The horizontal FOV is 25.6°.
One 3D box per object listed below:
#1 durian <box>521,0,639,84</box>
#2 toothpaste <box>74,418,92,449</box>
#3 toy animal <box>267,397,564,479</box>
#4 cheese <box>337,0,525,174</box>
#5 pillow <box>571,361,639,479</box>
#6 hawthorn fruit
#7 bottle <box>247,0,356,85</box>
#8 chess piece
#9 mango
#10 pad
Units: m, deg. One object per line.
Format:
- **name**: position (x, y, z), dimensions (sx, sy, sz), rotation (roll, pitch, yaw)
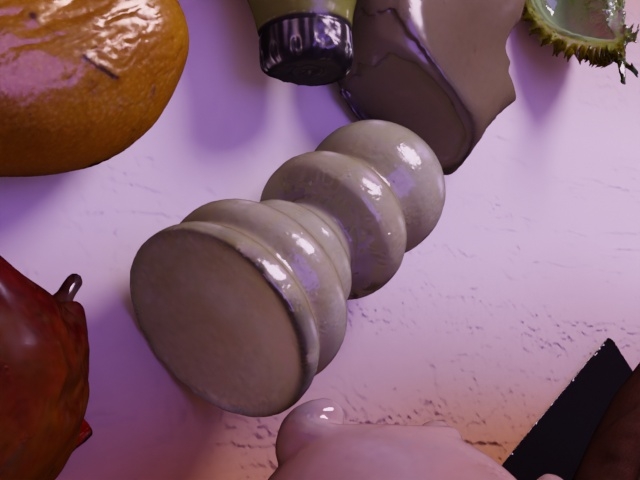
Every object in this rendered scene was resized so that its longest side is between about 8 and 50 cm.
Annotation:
- **durian**: position (0.234, -0.218, 1.265), dimensions (0.086, 0.100, 0.215), rotation (10, 64, -32)
- **toothpaste**: position (-0.213, 0.066, 0.864), dimensions (0.071, 0.045, 0.193), rotation (-44, 110, -38)
- **toy animal**: position (-0.007, 0.280, 0.862), dimensions (0.345, 0.277, 0.247), rotation (-58, 142, -23)
- **cheese**: position (0.099, -0.169, 1.151), dimensions (0.175, 0.091, 0.202), rotation (52, 52, -15)
- **pillow**: position (0.211, 0.246, 1.003), dimensions (0.108, 0.305, 0.308), rotation (21, 56, 15)
- **hawthorn fruit**: position (-0.223, 0.070, 0.745), dimensions (0.248, 0.208, 0.208), rotation (-24, 91, -33)
- **bottle**: position (-0.017, -0.247, 1.068), dimensions (0.112, 0.112, 0.260), rotation (8, 71, -36)
- **chess piece**: position (0.000, 0.000, 0.999), dimensions (0.251, 0.144, 0.144), rotation (-39, 101, -45)
- **mango**: position (-0.193, -0.110, 0.889), dimensions (0.262, 0.109, 0.157), rotation (-31, 100, -38)
- **pad**: position (0.219, 0.218, 1.178), dimensions (0.265, 0.009, 0.159), rotation (-42, 103, -37)
